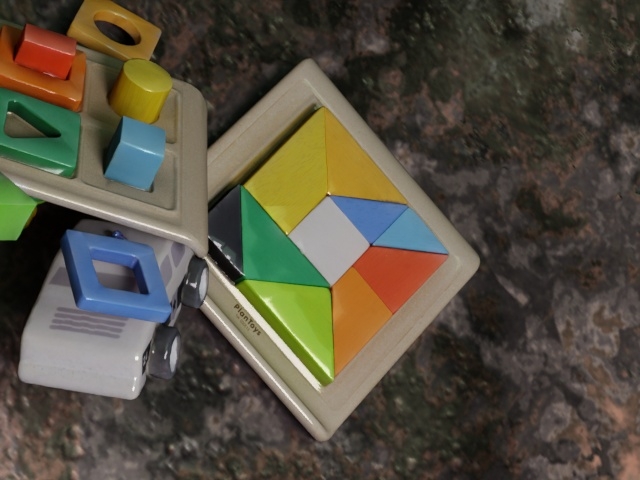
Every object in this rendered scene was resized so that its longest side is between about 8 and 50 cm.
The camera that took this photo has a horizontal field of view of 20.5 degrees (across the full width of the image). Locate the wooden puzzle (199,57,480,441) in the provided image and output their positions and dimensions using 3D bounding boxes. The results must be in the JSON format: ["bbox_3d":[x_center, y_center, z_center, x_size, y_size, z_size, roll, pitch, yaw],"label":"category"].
[{"bbox_3d":[0.000,0.000,1.356,0.221,0.044,0.238,49,54,-8],"label":"wooden puzzle"}]

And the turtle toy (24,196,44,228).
[{"bbox_3d":[-0.221,-0.074,1.225,0.130,0.066,0.095,32,59,-20],"label":"turtle toy"}]

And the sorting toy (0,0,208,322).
[{"bbox_3d":[-0.156,-0.088,1.186,0.196,0.047,0.347,21,34,-20],"label":"sorting toy"}]

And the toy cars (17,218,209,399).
[{"bbox_3d":[-0.215,0.049,1.116,0.394,0.176,0.087,-19,126,-36],"label":"toy cars"}]
